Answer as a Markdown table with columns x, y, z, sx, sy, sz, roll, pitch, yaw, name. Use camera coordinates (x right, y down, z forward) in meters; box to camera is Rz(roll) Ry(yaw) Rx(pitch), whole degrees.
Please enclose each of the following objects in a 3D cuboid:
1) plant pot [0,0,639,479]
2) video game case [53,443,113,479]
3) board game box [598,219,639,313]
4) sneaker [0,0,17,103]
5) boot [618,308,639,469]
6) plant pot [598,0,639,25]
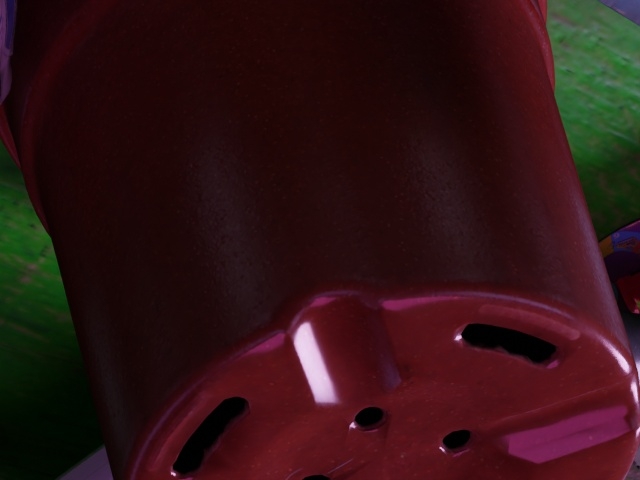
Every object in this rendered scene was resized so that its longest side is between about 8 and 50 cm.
| x | y | z | sx | sy | sz | roll | pitch | yaw | name |
| --- | --- | --- | --- | --- | --- | --- | --- | --- | --- |
| 0.000 | 0.000 | 0.756 | 0.272 | 0.265 | 0.272 | -7 | 135 | -8 | plant pot |
| -0.053 | 0.161 | 1.014 | 0.204 | 0.025 | 0.285 | -37 | 150 | 20 | video game case |
| 0.212 | 0.048 | 1.028 | 0.168 | 0.033 | 0.133 | 8 | 131 | -23 | board game box |
| -0.168 | -0.165 | 0.675 | 0.111 | 0.131 | 0.296 | 12 | 114 | 11 | sneaker |
| 0.216 | 0.020 | 0.943 | 0.208 | 0.076 | 0.189 | -39 | 142 | 11 | boot |
| 0.150 | -0.217 | 0.664 | 0.165 | 0.165 | 0.234 | 23 | 116 | -33 | plant pot |
